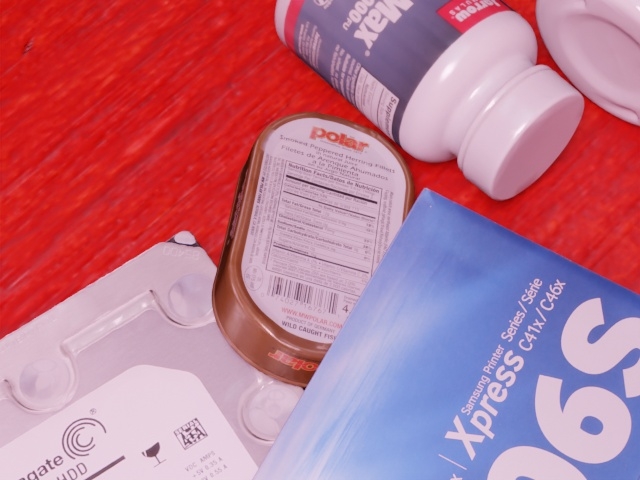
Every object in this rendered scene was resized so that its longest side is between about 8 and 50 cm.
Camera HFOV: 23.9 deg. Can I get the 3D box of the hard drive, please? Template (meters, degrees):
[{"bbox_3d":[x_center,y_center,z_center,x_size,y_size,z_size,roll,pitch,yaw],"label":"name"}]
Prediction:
[{"bbox_3d":[-0.080,0.183,0.815,0.237,0.064,0.339,-31,64,-10],"label":"hard drive"}]

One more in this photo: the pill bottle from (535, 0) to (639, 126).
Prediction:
[{"bbox_3d":[0.246,-0.183,0.932,0.124,0.124,0.221,37,72,21],"label":"pill bottle"}]

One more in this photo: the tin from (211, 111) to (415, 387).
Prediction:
[{"bbox_3d":[0.000,0.000,0.879,0.106,0.040,0.189,19,47,-11],"label":"tin"}]

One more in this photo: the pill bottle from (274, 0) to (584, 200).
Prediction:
[{"bbox_3d":[0.068,-0.111,0.923,0.108,0.108,0.180,-41,67,-15],"label":"pill bottle"}]

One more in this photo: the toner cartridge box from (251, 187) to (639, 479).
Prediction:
[{"bbox_3d":[0.040,0.160,0.731,0.165,0.075,0.348,26,69,12],"label":"toner cartridge box"}]
